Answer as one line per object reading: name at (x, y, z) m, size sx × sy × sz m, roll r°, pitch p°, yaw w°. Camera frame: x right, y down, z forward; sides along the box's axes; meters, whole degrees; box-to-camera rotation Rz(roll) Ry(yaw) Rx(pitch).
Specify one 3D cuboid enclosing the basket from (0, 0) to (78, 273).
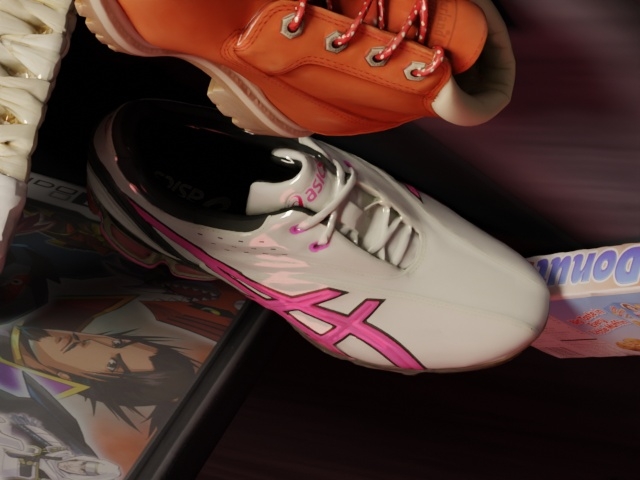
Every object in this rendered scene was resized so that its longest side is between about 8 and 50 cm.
basket at (-0.148, -0.046, 0.593) m, size 0.113 × 0.103 × 0.167 m, roll 21°, pitch 166°, yaw -11°

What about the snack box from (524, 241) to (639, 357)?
snack box at (0.123, 0.024, 0.688) m, size 0.064 × 0.022 × 0.178 m, roll 25°, pitch 164°, yaw -24°

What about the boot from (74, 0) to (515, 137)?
boot at (-0.003, -0.066, 0.451) m, size 0.084 × 0.059 × 0.158 m, roll 7°, pitch 171°, yaw 26°

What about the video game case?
video game case at (-0.153, 0.029, 0.706) m, size 0.248 × 0.035 × 0.275 m, roll 16°, pitch -158°, yaw 8°

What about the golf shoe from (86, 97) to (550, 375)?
golf shoe at (0.000, 0.000, 0.655) m, size 0.186 × 0.067 × 0.086 m, roll 19°, pitch 164°, yaw -3°
